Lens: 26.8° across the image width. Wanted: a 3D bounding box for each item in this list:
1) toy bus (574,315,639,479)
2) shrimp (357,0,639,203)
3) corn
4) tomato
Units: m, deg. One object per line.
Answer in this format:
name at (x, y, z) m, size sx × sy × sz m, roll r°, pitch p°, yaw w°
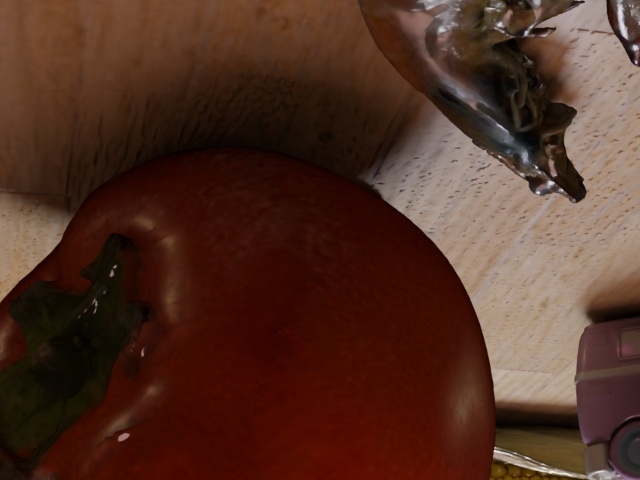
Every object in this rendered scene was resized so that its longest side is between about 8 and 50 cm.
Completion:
toy bus at (0.310, 0.128, 1.044) m, size 0.202 × 0.142 × 0.142 m, roll -11°, pitch 152°, yaw 22°
shrimp at (0.116, -0.092, 0.696) m, size 0.144 × 0.052 × 0.251 m, roll -15°, pitch 150°, yaw 22°
corn at (0.133, 0.229, 1.302) m, size 0.305 × 0.122 × 0.123 m, roll 5°, pitch -179°, yaw -5°
tomato at (-0.058, 0.120, 0.799) m, size 0.341 × 0.341 × 0.273 m, roll -23°, pitch 135°, yaw 39°
